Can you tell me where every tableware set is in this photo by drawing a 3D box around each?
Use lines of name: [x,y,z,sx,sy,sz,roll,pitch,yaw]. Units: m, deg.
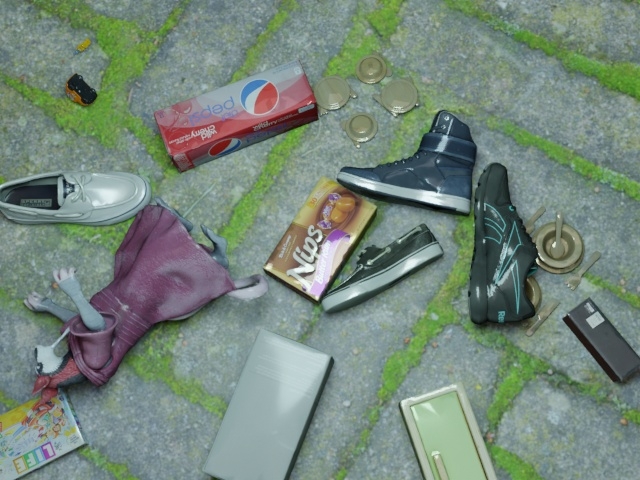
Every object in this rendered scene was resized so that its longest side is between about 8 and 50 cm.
tableware set: [0.078,-0.250,1.540,0.169,0.020,0.141,-34,75,-4]
tableware set: [0.352,0.047,1.439,0.128,0.039,0.194,41,81,12]

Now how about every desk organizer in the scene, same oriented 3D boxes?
desk organizer: [0.442,0.157,1.400,0.047,0.050,0.130,-36,77,-6]

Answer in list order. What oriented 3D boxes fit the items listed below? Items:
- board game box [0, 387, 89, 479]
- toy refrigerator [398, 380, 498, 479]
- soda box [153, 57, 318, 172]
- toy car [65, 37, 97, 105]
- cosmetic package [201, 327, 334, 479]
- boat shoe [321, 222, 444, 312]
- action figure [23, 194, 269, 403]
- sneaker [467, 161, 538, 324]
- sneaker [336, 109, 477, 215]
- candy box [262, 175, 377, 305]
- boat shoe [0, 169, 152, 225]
board game box: [-0.463,0.314,1.426,0.154,0.026,0.103,-27,76,-4]
toy refrigerator: [0.209,0.358,1.342,0.102,0.094,0.269,-18,76,-1]
soda box: [-0.140,-0.212,1.510,0.263,0.083,0.092,-21,76,-3]
toy car: [-0.420,-0.293,1.581,0.040,0.060,0.122,-21,48,42]
cosmetic package: [-0.077,0.269,1.379,0.127,0.107,0.238,22,81,8]
boat shoe: [0.091,0.045,1.440,0.219,0.078,0.070,-28,77,-12]
action figure: [-0.310,0.118,1.413,0.276,0.248,0.370,40,79,-16]
sneaker: [0.292,0.005,1.414,0.106,0.101,0.267,2,75,14]
sneaker: [0.147,-0.140,1.466,0.226,0.086,0.163,10,87,-4]
candy box: [0.000,0.000,1.465,0.109,0.053,0.186,31,79,10]
boat shoe: [-0.416,-0.072,1.490,0.258,0.084,0.095,-9,75,1]
